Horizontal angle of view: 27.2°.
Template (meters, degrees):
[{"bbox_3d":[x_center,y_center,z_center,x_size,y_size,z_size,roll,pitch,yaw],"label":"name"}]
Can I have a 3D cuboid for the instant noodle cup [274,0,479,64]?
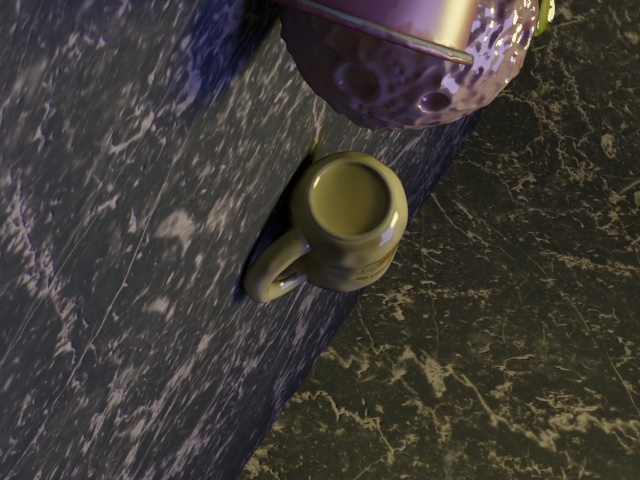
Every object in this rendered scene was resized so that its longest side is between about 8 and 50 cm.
[{"bbox_3d":[0.044,-0.280,1.017,0.243,0.243,0.231,-28,140,-75],"label":"instant noodle cup"}]

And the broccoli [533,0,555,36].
[{"bbox_3d":[0.153,-0.292,1.551,0.247,0.243,0.263,85,27,-52],"label":"broccoli"}]

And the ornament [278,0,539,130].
[{"bbox_3d":[0.081,-0.235,1.289,0.259,0.259,0.225,-62,160,4],"label":"ornament"}]

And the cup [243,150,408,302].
[{"bbox_3d":[-0.003,-0.019,1.966,0.202,0.255,0.173,98,-20,-71],"label":"cup"}]
